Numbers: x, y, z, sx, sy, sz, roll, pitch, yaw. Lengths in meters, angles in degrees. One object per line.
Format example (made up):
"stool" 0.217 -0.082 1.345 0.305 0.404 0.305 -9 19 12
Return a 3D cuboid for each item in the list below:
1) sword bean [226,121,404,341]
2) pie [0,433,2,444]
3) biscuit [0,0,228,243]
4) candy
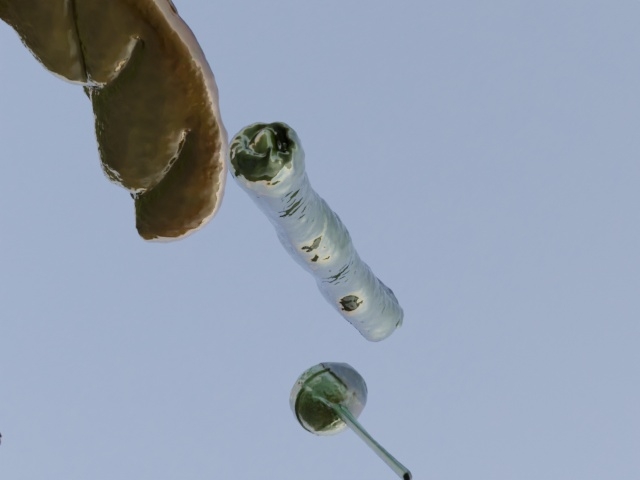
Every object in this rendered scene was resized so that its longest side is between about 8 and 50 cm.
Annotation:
"sword bean" 0.000 0.000 0.820 0.043 0.269 0.038 14 -105 18
"pie" -0.247 0.142 0.886 0.154 0.154 0.036 -33 -103 28
"biscuit" -0.165 -0.135 1.366 0.154 0.045 0.299 -20 -68 31
"candy" 0.029 0.137 1.159 0.061 0.202 0.061 -4 -76 -18
